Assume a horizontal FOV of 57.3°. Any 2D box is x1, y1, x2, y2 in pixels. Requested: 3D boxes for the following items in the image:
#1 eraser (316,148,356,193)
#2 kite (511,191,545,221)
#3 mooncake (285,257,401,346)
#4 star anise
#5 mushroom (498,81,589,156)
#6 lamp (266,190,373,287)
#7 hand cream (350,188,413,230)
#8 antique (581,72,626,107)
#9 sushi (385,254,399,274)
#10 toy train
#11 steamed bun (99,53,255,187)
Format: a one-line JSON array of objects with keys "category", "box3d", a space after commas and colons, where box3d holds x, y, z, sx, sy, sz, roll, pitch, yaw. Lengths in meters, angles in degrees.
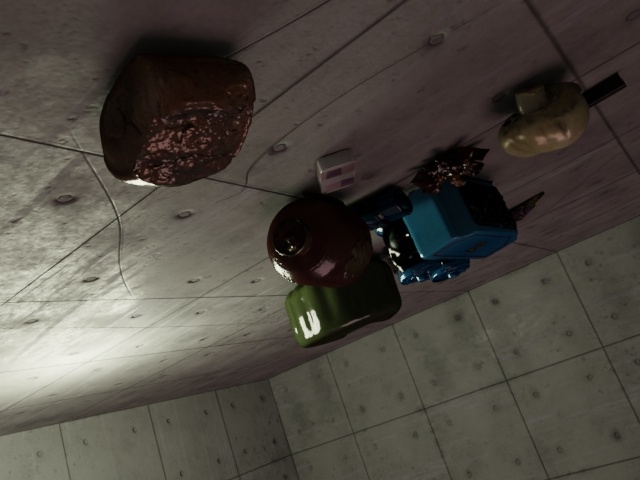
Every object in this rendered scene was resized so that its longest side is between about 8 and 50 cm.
[{"category": "eraser", "box3d": [0.026, -0.118, 1.017, 0.065, 0.026, 0.105, -21, 163, -5]}, {"category": "kite", "box3d": [0.576, -0.069, 1.827, 0.321, 0.016, 0.233, -32, 161, 36]}, {"category": "mooncake", "box3d": [0.061, 0.184, 1.735, 0.351, 0.188, 0.351, -18, 167, -4]}, {"category": "star anise", "box3d": [0.258, -0.141, 1.163, 0.167, 0.057, 0.168, -16, 167, -4]}, {"category": "mushroom", "box3d": [0.372, -0.208, 0.991, 0.154, 0.122, 0.154, -34, -162, 13]}, {"category": "lamp", "box3d": [0.000, 0.000, 1.129, 0.180, 0.180, 0.258, -27, 160, 22]}, {"category": "hand cream", "box3d": [0.066, -0.035, 1.283, 0.270, 0.061, 0.120, -24, 162, 29]}, {"category": "antique", "box3d": [0.479, -0.250, 1.112, 0.192, 0.031, 0.015, -31, 153, 34]}, {"category": "sushi", "box3d": [0.307, 0.024, 1.755, 0.219, 0.047, 0.231, -18, 160, 9]}, {"category": "toy train", "box3d": [0.299, -0.024, 1.365, 0.300, 0.188, 0.265, 1, 149, -47]}, {"category": "steamed bun", "box3d": [-0.154, -0.126, 0.647, 0.144, 0.106, 0.175, -6, 156, -38]}]
